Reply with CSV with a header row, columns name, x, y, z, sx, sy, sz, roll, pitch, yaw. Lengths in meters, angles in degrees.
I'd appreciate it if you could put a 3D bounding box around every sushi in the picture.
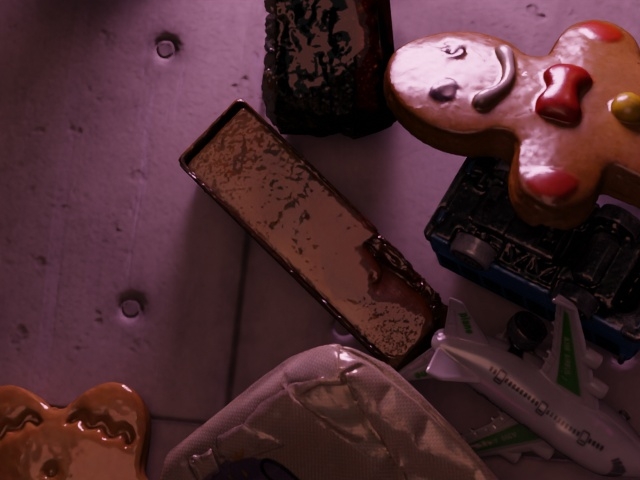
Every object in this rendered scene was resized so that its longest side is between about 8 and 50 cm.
name,x,y,z,sx,sy,sz,roll,pitch,yaw
sushi,0.006,-0.212,1.940,0.126,0.136,0.225,-4,92,10

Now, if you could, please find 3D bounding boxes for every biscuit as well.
name,x,y,z,sx,sy,sz,roll,pitch,yaw
biscuit,-0.262,0.317,1.931,0.275,0.052,0.355,1,79,10
biscuit,0.269,-0.116,1.832,0.432,0.064,0.283,17,47,9

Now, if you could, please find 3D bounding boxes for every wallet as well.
name,x,y,z,sx,sy,sz,roll,pitch,yaw
wallet,0.004,0.258,1.847,0.335,0.068,0.275,-40,84,15

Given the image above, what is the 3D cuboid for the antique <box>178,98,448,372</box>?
name,x,y,z,sx,sy,sz,roll,pitch,yaw
antique,0.000,0.000,1.929,0.093,0.087,0.310,-45,75,-2

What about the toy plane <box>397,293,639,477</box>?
name,x,y,z,sx,sy,sz,roll,pitch,yaw
toy plane,0.209,0.146,1.845,0.255,0.101,0.251,29,129,-6

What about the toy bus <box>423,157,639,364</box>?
name,x,y,z,sx,sy,sz,roll,pitch,yaw
toy bus,0.230,0.016,1.861,0.234,0.133,0.116,28,77,18
